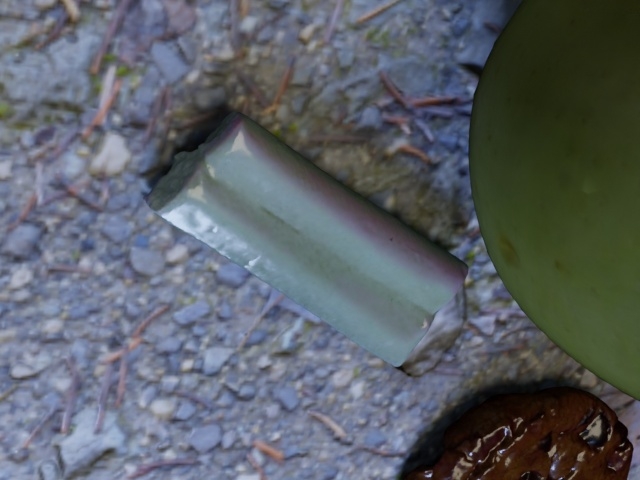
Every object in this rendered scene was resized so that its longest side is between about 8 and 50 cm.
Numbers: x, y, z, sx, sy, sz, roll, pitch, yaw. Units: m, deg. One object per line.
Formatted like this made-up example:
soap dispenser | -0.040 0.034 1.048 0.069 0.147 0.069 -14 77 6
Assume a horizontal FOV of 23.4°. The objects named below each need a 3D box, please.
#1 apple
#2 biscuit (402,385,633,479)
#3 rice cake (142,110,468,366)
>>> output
apple | 0.267 -0.046 0.868 0.357 0.357 0.357 -13 123 -21
biscuit | 0.139 0.185 1.102 0.192 0.049 0.192 -13 126 -19
rice cake | -0.001 0.000 0.923 0.222 0.042 0.080 34 100 -37
